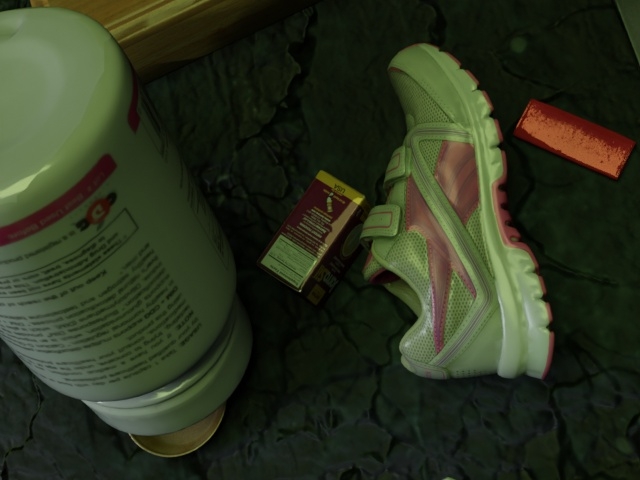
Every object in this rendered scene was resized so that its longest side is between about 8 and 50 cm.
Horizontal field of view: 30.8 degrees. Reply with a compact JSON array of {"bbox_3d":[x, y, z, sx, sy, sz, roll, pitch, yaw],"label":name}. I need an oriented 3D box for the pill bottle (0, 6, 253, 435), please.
[{"bbox_3d":[-0.148,0.004,0.746,0.160,0.283,0.160,-9,52,12],"label":"pill bottle"}]

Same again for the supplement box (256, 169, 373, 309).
[{"bbox_3d":[0.000,0.000,0.841,0.043,0.055,0.083,33,85,22],"label":"supplement box"}]

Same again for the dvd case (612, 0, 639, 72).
[{"bbox_3d":[0.335,-0.143,0.806,0.221,0.018,0.165,-18,69,10],"label":"dvd case"}]

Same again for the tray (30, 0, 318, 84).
[{"bbox_3d":[-0.047,-0.287,0.937,0.410,0.076,0.203,-24,68,9],"label":"tray"}]

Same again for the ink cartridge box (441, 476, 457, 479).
[{"bbox_3d":[0.110,0.320,0.690,0.238,0.060,0.275,28,76,18],"label":"ink cartridge box"}]

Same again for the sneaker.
[{"bbox_3d":[0.076,-0.018,0.792,0.111,0.103,0.252,-14,69,2],"label":"sneaker"}]

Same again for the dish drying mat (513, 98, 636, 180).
[{"bbox_3d":[0.182,-0.073,0.836,0.083,0.008,0.032,27,83,21],"label":"dish drying mat"}]

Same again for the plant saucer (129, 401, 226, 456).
[{"bbox_3d":[-0.106,0.119,0.857,0.083,0.015,0.084,-5,71,15],"label":"plant saucer"}]
